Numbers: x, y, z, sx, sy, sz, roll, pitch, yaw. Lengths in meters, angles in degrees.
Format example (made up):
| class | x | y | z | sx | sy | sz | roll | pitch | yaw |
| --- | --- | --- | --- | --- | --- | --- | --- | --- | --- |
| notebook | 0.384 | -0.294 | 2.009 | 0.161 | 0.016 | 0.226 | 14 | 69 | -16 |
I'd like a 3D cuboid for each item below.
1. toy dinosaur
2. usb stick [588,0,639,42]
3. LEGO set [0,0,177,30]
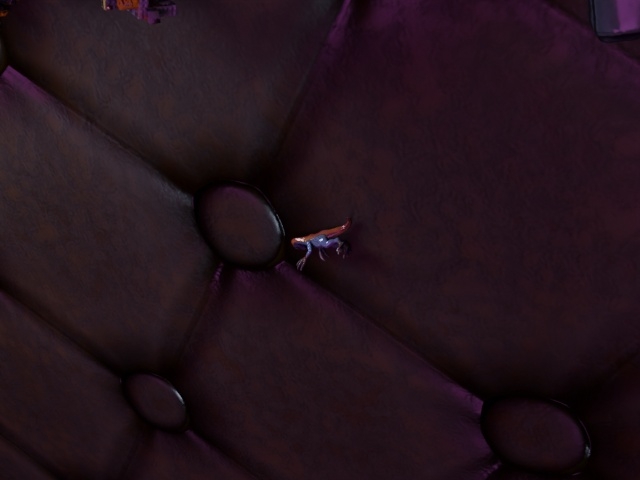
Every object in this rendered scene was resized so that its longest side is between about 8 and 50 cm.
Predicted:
| class | x | y | z | sx | sy | sz | roll | pitch | yaw |
| --- | --- | --- | --- | --- | --- | --- | --- | --- | --- |
| toy dinosaur | 0.000 | 0.000 | 1.066 | 0.082 | 0.047 | 0.090 | 23 | 98 | 27 |
| usb stick | 0.258 | -0.306 | 0.676 | 0.077 | 0.045 | 0.278 | 2 | 122 | 31 |
| LEGO set | -0.258 | -0.356 | 0.808 | 0.192 | 0.255 | 0.331 | 41 | 127 | 37 |
